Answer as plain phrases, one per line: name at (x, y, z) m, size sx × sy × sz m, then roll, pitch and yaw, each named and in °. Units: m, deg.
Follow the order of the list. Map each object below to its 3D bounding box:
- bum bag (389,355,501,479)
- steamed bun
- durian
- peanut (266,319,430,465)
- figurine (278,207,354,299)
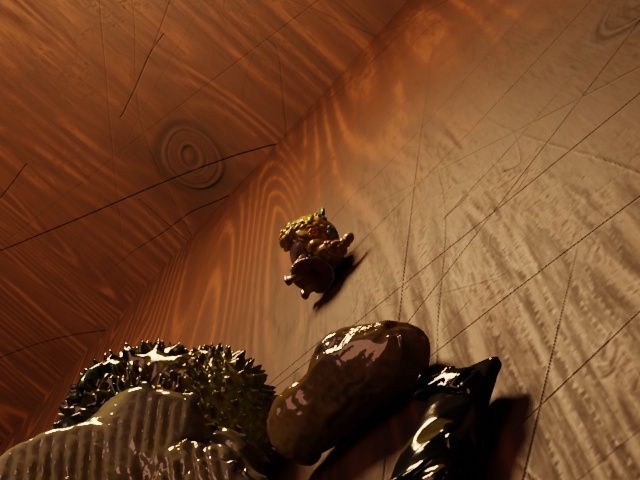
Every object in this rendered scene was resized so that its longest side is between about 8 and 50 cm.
bum bag at (0.090, 0.169, 1.135) m, size 0.107 × 0.060 × 0.232 m, roll -52°, pitch 4°, yaw 34°
steamed bun at (-0.178, 0.298, 1.352) m, size 0.280 × 0.207 × 0.268 m, roll -34°, pitch 41°, yaw -31°
durian at (-0.189, 0.227, 1.615) m, size 0.291 × 0.224 × 0.291 m, roll -43°, pitch 7°, yaw 6°
peanut at (0.026, 0.149, 1.422) m, size 0.214 × 0.099 × 0.099 m, roll -49°, pitch 9°, yaw 30°
figurine at (0.000, 0.000, 2.035) m, size 0.115 × 0.095 × 0.156 m, roll -34°, pitch 23°, yaw 16°
